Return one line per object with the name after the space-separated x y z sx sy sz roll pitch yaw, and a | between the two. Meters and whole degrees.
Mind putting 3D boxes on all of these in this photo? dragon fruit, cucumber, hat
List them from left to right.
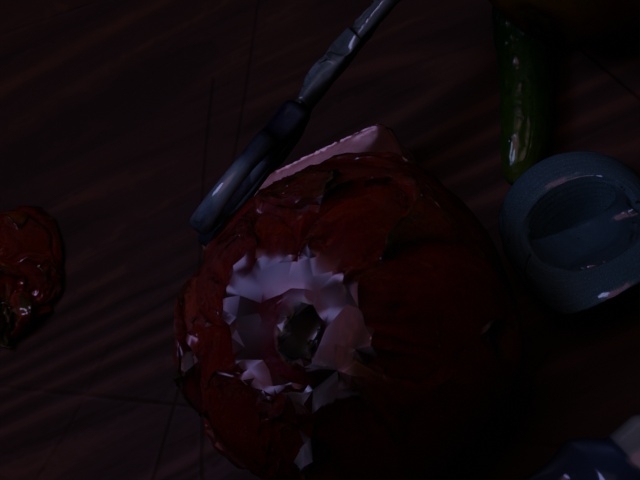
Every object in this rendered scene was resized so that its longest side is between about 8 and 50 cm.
-0.318 0.039 1.871 0.162 0.083 0.106 -41 62 -2 | dragon fruit
0.024 0.072 1.575 0.295 0.301 0.296 -2 86 23 | dragon fruit
0.187 -0.166 1.764 0.056 0.056 0.250 -9 67 19 | cucumber
0.235 0.007 1.662 0.138 0.078 0.191 -25 42 2 | hat

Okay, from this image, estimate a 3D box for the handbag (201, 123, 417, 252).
0.000 0.000 1.767 0.212 0.059 0.157 -26 60 12 | handbag

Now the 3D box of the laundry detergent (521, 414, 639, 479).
0.191 0.251 1.558 0.290 0.094 0.143 -42 55 1 | laundry detergent

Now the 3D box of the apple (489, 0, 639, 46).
0.248 -0.282 1.698 0.237 0.207 0.237 -15 45 15 | apple

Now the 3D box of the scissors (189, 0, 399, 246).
0.011 -0.151 1.658 0.029 0.256 0.383 38 88 1 | scissors
